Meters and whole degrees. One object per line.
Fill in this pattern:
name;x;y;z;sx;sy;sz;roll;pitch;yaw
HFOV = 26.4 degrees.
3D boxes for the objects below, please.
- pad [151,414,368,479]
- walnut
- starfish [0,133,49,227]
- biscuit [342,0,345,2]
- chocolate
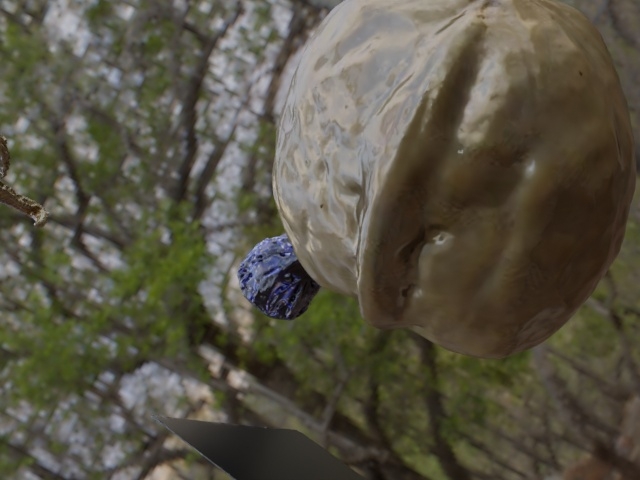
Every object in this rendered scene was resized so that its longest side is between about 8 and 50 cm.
pad;-0.013;0.186;1.067;0.004;0.163;0.243;-60;-28;5
walnut;0.129;-0.076;1.326;0.381;0.381;0.381;-63;-4;-9
starfish;-0.477;-0.128;1.731;0.060;0.302;0.299;-52;-40;-17
biscuit;0.147;-0.246;1.739;0.078;0.329;0.335;-36;-32;24
chocolate;0.004;0.000;1.964;0.343;0.126;0.148;-38;29;52
